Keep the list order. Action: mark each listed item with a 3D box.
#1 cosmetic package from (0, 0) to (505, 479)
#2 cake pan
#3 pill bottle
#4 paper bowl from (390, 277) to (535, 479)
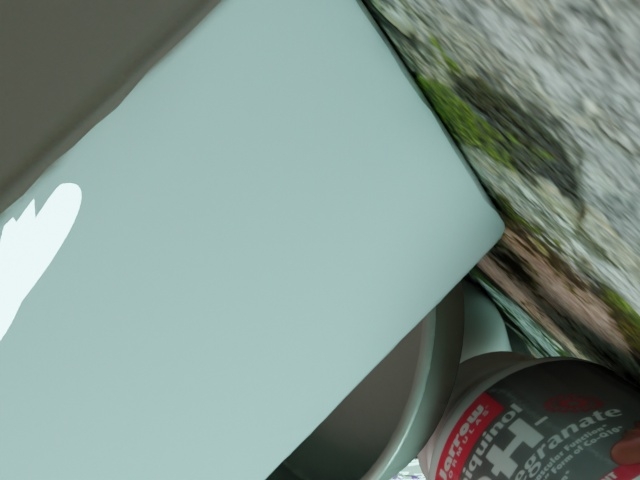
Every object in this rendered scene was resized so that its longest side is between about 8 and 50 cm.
[{"bbox_3d":[-0.174,-0.066,0.822,0.393,0.327,0.329,44,178,34],"label":"cosmetic package"},{"bbox_3d":[-0.002,0.058,1.053,0.054,0.293,0.293,7,-156,-40],"label":"cake pan"},{"bbox_3d":[0.175,0.178,0.936,0.176,0.176,0.318,45,177,-19],"label":"pill bottle"},{"bbox_3d":[0.055,0.115,1.257,0.284,0.284,0.148,42,135,44],"label":"paper bowl"}]
